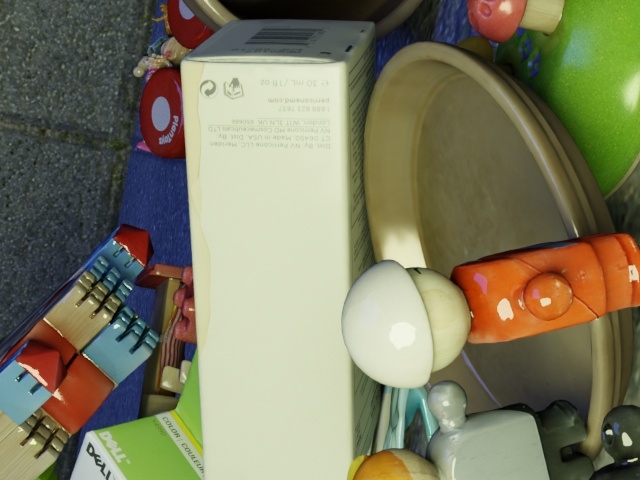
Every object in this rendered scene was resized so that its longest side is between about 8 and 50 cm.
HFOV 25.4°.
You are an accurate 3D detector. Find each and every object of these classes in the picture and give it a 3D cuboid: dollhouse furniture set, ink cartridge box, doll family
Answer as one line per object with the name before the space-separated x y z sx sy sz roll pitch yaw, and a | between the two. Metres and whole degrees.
dollhouse furniture set | -0.105 0.122 1.497 0.374 0.152 0.201 155 124 -71
ink cartridge box | -0.114 0.213 1.195 0.189 0.097 0.255 48 132 32
doll family | -0.158 -0.201 1.709 0.118 0.263 0.163 21 106 29

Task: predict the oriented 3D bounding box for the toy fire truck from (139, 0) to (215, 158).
toy fire truck | -0.045 -0.166 1.513 0.254 0.169 0.302 36 117 44

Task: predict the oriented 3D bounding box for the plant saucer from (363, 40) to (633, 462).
plant saucer | 0.103 0.013 0.854 0.278 0.041 0.277 52 152 44

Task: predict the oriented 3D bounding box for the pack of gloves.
pack of gloves | 0.075 0.098 1.108 0.195 0.046 0.232 108 170 -83

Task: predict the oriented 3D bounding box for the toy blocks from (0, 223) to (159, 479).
toy blocks | -0.272 0.130 1.440 0.261 0.191 0.381 -42 10 18

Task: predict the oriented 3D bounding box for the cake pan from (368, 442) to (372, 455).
cake pan | -0.008 0.151 1.274 0.293 0.054 0.293 -171 90 -79

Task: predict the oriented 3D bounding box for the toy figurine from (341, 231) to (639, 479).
toy figurine | 0.096 0.120 0.660 0.209 0.148 0.213 95 155 -46

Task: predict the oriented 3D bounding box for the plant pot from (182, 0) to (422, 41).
plant pot | -0.042 -0.286 1.303 0.229 0.263 0.263 -179 98 -71

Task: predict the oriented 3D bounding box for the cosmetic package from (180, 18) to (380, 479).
cosmetic package | -0.021 0.008 1.009 0.160 0.113 0.309 -61 -28 -70

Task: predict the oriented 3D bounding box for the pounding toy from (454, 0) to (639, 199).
pounding toy | 0.126 -0.130 0.908 0.237 0.110 0.183 -113 36 -63
